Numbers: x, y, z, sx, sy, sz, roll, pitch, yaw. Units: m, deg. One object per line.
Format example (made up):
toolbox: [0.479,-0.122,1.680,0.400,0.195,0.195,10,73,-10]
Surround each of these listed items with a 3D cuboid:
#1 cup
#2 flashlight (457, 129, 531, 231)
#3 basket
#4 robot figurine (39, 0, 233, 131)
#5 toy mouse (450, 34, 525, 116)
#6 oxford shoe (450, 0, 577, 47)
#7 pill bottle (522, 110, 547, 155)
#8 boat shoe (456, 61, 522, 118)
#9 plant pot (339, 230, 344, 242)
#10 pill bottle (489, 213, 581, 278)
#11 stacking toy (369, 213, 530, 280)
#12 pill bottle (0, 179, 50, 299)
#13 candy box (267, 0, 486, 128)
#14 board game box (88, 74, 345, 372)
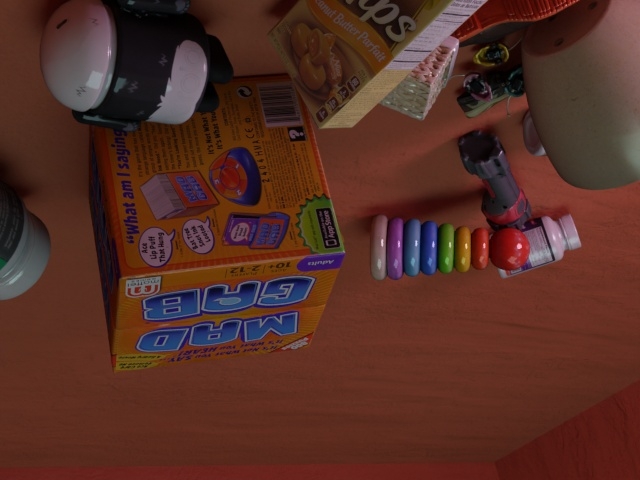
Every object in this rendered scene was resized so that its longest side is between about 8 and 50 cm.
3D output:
cup: [0.464,-0.283,1.931,0.331,0.331,0.237,-30,123,28]
flashlight: [0.349,-0.120,2.377,0.103,0.103,0.304,-24,147,12]
basket: [0.121,-0.281,1.865,0.167,0.103,0.113,22,152,8]
robot figurine: [-0.273,-0.265,1.724,0.278,0.209,0.173,4,-176,-32]
toy mouse: [0.310,-0.282,2.050,0.161,0.031,0.143,-15,121,25]
oxford shoe: [0.301,-0.378,1.884,0.271,0.097,0.098,-14,171,14]
pill bottle: [0.484,-0.214,2.254,0.169,0.094,0.094,-6,152,-16]
boat shoe: [0.311,-0.276,2.099,0.152,0.056,0.049,-36,113,25]
plant pot: [0.000,0.000,2.453,0.083,0.081,0.081,-13,156,-33]
pill bottle: [0.486,0.008,2.659,0.193,0.108,0.108,-19,152,9]
stacking toy: [0.271,0.019,2.455,0.330,0.141,0.141,1,153,6]
pill bottle: [-0.616,-0.038,1.946,0.204,0.204,0.361,-21,152,13]
candy box: [0.077,-0.328,1.717,0.087,0.183,0.316,-10,155,-49]
board game box: [-0.197,-0.026,1.999,0.356,0.356,0.356,-6,152,-15]
